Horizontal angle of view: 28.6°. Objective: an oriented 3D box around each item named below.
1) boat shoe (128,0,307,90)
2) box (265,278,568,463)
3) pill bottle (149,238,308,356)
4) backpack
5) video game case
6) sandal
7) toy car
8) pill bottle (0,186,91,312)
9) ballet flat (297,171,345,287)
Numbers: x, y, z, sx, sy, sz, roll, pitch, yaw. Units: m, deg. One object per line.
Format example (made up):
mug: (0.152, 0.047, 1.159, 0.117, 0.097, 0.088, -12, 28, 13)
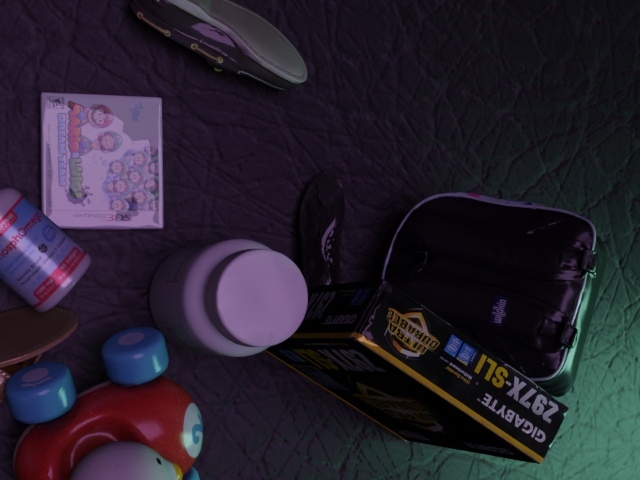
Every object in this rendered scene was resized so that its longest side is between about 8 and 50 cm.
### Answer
boat shoe: (-0.120, -0.244, 1.501, 0.227, 0.068, 0.081, 32, 36, -21)
box: (0.086, 0.147, 1.421, 0.257, 0.322, 0.079, 36, 73, -17)
pill bottle: (-0.101, 0.064, 1.400, 0.131, 0.229, 0.131, 1, 87, -22)
backpack: (0.207, 0.060, 1.535, 0.253, 0.191, 0.225, 13, 79, 19)
video game case: (-0.254, -0.091, 1.461, 0.143, 0.019, 0.157, 0, 87, -22)
sandal: (-0.375, 0.150, 1.377, 0.240, 0.088, 0.079, -25, 132, -35)
toy car: (-0.197, 0.247, 1.318, 0.210, 0.238, 0.219, -20, 114, -22)
pill bottle: (-0.338, -0.001, 1.385, 0.160, 0.087, 0.087, 43, 73, -14)
ballet flat: (0.000, 0.000, 1.553, 0.057, 0.049, 0.173, 3, 80, 6)
